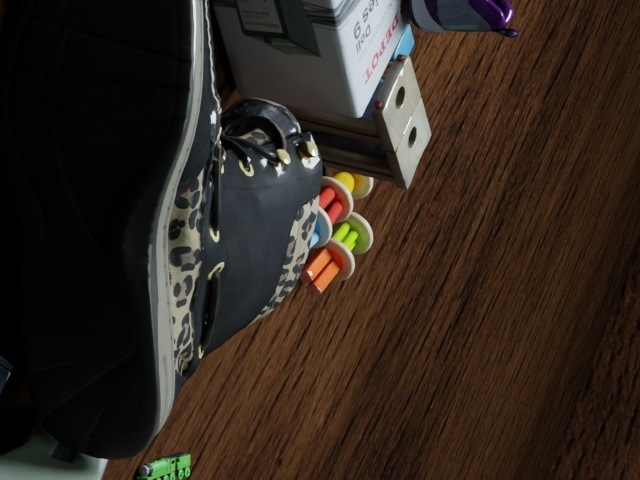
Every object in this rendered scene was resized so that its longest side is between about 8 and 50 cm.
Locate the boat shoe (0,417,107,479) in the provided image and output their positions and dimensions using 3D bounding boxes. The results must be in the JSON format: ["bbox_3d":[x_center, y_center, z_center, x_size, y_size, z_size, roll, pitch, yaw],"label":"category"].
[{"bbox_3d":[-0.194,0.185,1.036,0.227,0.079,0.081,-64,175,-77],"label":"boat shoe"}]

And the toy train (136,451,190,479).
[{"bbox_3d":[-0.137,0.202,1.329,0.083,0.017,0.023,-4,97,-68],"label":"toy train"}]

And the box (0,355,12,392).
[{"bbox_3d":[-0.278,0.141,0.884,0.175,0.051,0.220,58,50,-63],"label":"box"}]

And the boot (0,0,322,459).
[{"bbox_3d":[-0.099,-0.061,1.098,0.284,0.138,0.377,-36,130,-64],"label":"boot"}]

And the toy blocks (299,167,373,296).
[{"bbox_3d":[0.000,0.000,1.496,0.148,0.054,0.123,-50,147,-49],"label":"toy blocks"}]

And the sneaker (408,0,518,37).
[{"bbox_3d":[0.132,-0.280,1.258,0.083,0.098,0.223,-49,145,-57],"label":"sneaker"}]

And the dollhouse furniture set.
[{"bbox_3d":[0.043,-0.169,1.394,0.183,0.129,0.129,-65,156,-24],"label":"dollhouse furniture set"}]

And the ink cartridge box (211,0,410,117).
[{"bbox_3d":[-0.003,-0.274,1.221,0.289,0.122,0.211,75,35,-52],"label":"ink cartridge box"}]
